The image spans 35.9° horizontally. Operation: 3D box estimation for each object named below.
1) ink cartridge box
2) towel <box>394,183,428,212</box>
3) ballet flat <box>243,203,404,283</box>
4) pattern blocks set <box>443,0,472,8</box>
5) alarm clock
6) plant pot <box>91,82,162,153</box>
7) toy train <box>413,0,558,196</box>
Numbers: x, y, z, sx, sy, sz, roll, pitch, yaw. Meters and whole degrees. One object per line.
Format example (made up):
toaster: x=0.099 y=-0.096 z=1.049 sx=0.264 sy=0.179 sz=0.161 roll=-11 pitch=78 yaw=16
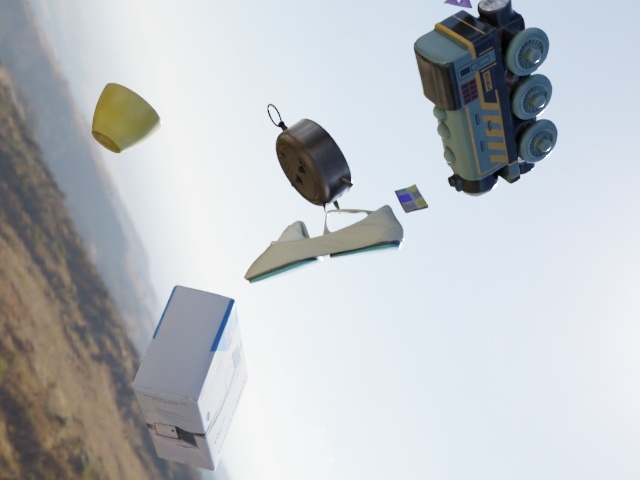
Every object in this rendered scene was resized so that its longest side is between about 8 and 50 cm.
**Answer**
ink cartridge box: x=-0.148 y=0.166 z=1.165 sx=0.191 sy=0.082 sz=0.140 roll=86 pitch=19 yaw=-54
towel: x=0.213 y=-0.098 z=2.318 sx=0.009 sy=0.060 sz=0.083 roll=86 pitch=-15 yaw=-48
ballet flat: x=0.000 y=0.000 z=1.464 sx=0.086 sy=0.248 sz=0.086 roll=-14 pitch=90 yaw=-83
pattern blocks set: x=0.247 y=-0.504 z=1.462 sx=0.325 sy=0.285 sz=0.026 roll=-65 pitch=-165 yaw=3
alarm clock: x=-0.026 y=-0.128 z=1.474 sx=0.192 sy=0.064 sz=0.129 roll=54 pitch=-19 yaw=13
plant pot: x=-0.391 y=-0.227 z=1.927 sx=0.134 sy=0.095 sz=0.134 roll=28 pitch=-21 yaw=12
toy train: x=0.261 y=-0.221 z=1.564 sx=0.142 sy=0.190 sz=0.334 roll=49 pitch=-17 yaw=46
